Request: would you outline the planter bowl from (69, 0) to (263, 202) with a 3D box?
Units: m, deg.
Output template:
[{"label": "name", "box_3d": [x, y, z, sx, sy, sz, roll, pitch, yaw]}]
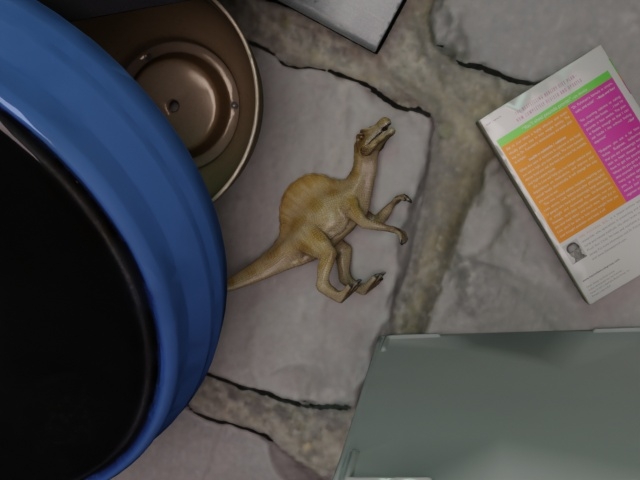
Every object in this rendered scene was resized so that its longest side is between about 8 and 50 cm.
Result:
[{"label": "planter bowl", "box_3d": [-0.109, -0.090, 0.631, 0.162, 0.109, 0.162, 1, 95, 8]}]

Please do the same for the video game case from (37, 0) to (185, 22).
[{"label": "video game case", "box_3d": [-0.167, -0.240, 0.598, 0.274, 0.035, 0.248, -8, 62, 9]}]

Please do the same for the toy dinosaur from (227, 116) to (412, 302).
[{"label": "toy dinosaur", "box_3d": [0.000, 0.000, 0.663, 0.183, 0.053, 0.092, -44, 73, 2]}]

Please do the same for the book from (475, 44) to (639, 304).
[{"label": "book", "box_3d": [0.182, -0.043, 0.635, 0.096, 0.035, 0.144, -31, 91, 7]}]

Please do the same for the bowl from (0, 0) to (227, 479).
[{"label": "bowl", "box_3d": [-0.255, 0.017, 0.588, 0.391, 0.077, 0.391, 7, 126, 10]}]

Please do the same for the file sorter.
[{"label": "file sorter", "box_3d": [0.123, 0.165, 0.540, 0.192, 0.277, 0.173, -3, 97, 8]}]

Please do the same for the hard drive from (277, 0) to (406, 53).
[{"label": "hard drive", "box_3d": [0.002, -0.201, 0.648, 0.135, 0.022, 0.094, 29, 99, 4]}]
